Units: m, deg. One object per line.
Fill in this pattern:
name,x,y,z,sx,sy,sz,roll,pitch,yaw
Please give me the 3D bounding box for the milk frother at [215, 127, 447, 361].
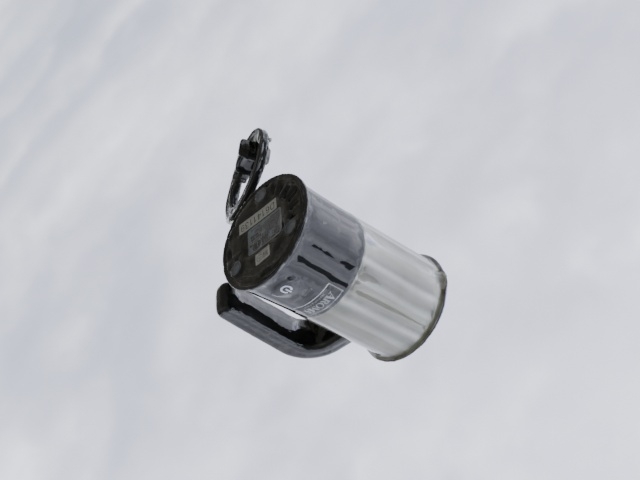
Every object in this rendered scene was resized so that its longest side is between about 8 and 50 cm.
milk frother,0.000,0.000,0.831,0.129,0.134,0.143,-21,-130,44
